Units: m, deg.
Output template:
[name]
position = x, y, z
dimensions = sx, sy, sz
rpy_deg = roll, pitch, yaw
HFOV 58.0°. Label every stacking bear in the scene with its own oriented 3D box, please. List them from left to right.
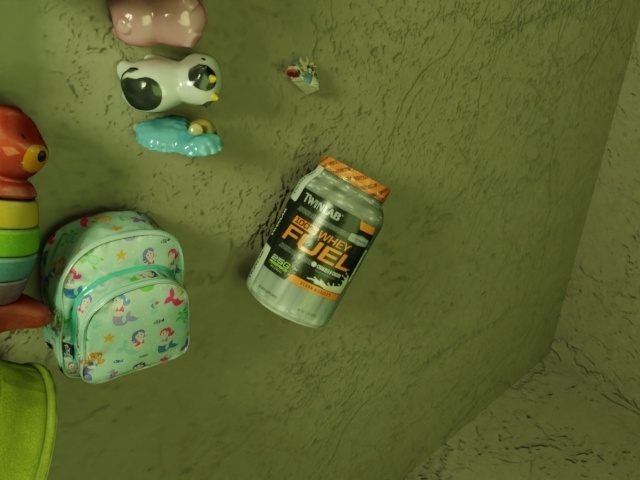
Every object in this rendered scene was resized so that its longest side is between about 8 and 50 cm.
[stacking bear]
position = -0.437, -0.035, 0.750
dimensions = 0.175, 0.164, 0.288
rpy_deg = -17, 121, -79

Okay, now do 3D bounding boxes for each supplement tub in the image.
[supplement tub]
position = 0.000, 0.000, 1.170
dimensions = 0.194, 0.194, 0.315
rpy_deg = 20, 100, -49

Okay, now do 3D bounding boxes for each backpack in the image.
[backpack]
position = -0.323, 0.087, 0.927
dimensions = 0.225, 0.191, 0.253
rpy_deg = -12, 119, -38

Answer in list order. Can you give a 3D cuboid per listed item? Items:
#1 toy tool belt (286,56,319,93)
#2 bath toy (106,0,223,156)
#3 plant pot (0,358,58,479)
[toy tool belt]
position = -0.032, -0.308, 1.052
dimensions = 0.083, 0.052, 0.051
rpy_deg = 29, 63, -53
[bath toy]
position = -0.217, -0.291, 0.813
dimensions = 0.151, 0.129, 0.348
rpy_deg = -28, 132, -29
[plant pot]
position = -0.583, 0.274, 0.695
dimensions = 0.353, 0.366, 0.366
rpy_deg = 34, 90, -38
